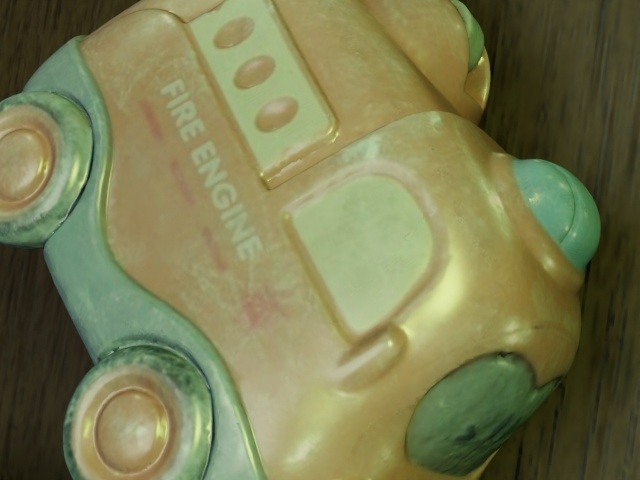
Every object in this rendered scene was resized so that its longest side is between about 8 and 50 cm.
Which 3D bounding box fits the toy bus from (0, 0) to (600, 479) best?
[{"bbox_3d":[0.000,0.000,0.625,0.231,0.197,0.294,-35,63,13],"label":"toy bus"}]
